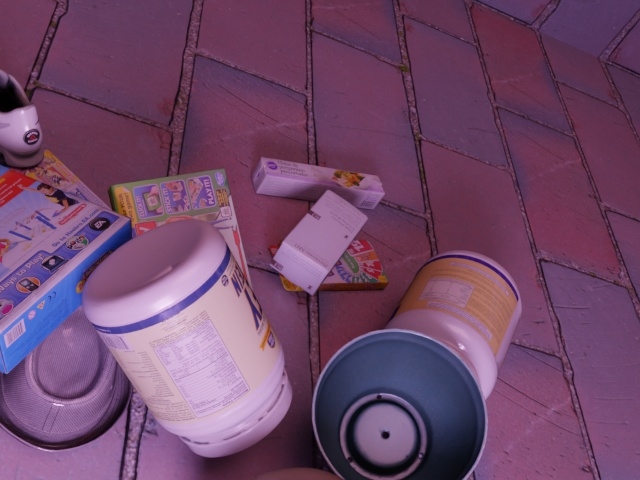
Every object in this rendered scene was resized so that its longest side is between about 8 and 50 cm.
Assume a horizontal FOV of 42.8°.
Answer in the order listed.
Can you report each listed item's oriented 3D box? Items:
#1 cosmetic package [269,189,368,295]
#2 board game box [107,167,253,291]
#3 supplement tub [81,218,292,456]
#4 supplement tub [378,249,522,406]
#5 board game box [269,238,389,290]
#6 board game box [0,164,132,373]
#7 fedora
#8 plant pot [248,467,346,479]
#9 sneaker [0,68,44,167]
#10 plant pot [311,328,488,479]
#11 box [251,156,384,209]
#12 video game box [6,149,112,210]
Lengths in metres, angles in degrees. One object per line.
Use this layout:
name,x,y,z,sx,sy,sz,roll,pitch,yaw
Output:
cosmetic package,0.000,0.000,1.733,0.117,0.085,0.231,34,39,2
board game box,-0.243,0.040,1.471,0.214,0.046,0.317,-11,83,-23
supplement tub,-0.198,0.156,1.287,0.324,0.235,0.235,64,31,-27
supplement tub,0.256,0.196,1.644,0.241,0.241,0.331,37,40,2
board game box,0.020,0.053,1.785,0.259,0.039,0.124,-1,51,-31
board game box,-0.510,0.025,1.283,0.302,0.086,0.308,21,42,17
fedora,-0.405,0.190,1.294,0.244,0.124,0.275,23,42,-14
plant pot,-0.019,0.456,1.215,0.284,0.284,0.191,42,19,9
sneaker,-0.644,-0.286,1.559,0.330,0.146,0.122,33,41,19
plant pot,0.123,0.325,1.426,0.293,0.196,0.293,2,64,-4
box,-0.001,-0.133,1.924,0.324,0.067,0.063,6,47,-28
video game box,-0.516,-0.063,1.524,0.205,0.048,0.187,42,43,9
